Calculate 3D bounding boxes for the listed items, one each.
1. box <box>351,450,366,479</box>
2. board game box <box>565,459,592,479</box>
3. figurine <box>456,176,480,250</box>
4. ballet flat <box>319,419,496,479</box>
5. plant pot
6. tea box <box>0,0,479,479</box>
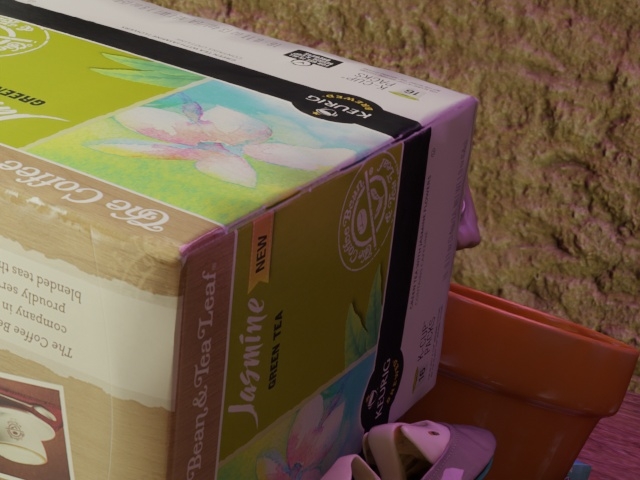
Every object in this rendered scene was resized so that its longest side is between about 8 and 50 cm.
[{"bbox_3d":[-0.078,0.120,1.066,0.153,0.108,0.207,15,4,-40],"label":"box"},{"bbox_3d":[0.144,0.209,1.372,0.210,0.047,0.160,18,2,38],"label":"board game box"},{"bbox_3d":[0.000,0.000,1.132,0.209,0.092,0.215,-22,-8,31],"label":"figurine"},{"bbox_3d":[0.041,0.145,0.800,0.072,0.068,0.213,-18,12,37],"label":"ballet flat"},{"bbox_3d":[0.126,0.142,1.086,0.205,0.188,0.205,18,2,-1],"label":"plant pot"},{"bbox_3d":[-0.128,0.005,0.820,0.329,0.220,0.323,19,28,25],"label":"tea box"}]
